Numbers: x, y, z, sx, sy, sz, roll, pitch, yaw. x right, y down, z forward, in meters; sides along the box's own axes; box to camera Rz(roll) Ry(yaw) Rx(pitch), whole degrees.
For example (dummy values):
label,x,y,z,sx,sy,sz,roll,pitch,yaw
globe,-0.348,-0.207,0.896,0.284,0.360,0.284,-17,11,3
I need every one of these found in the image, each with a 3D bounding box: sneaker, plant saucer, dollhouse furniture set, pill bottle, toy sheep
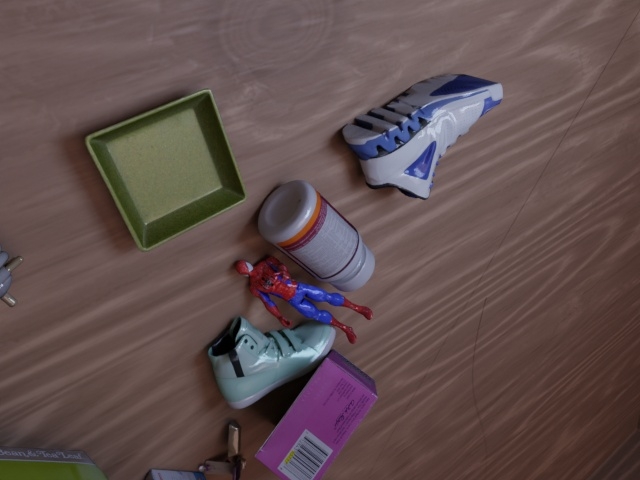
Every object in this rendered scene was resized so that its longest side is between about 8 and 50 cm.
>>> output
label,x,y,z,sx,sy,sz,roll,pitch,yaw
sneaker,0.194,-0.187,0.976,0.315,0.127,0.182,-28,128,-15
plant saucer,-0.222,-0.106,0.749,0.188,0.045,0.189,-30,125,-22
dollhouse furniture set,-0.199,0.421,1.031,0.081,0.091,0.115,2,87,5
sneaker,-0.087,0.190,0.952,0.255,0.094,0.151,-31,123,-23
pill bottle,0.000,0.000,0.909,0.121,0.121,0.221,-53,131,-4
toy sheep,-0.433,0.035,0.635,0.091,0.091,0.132,-44,111,-11

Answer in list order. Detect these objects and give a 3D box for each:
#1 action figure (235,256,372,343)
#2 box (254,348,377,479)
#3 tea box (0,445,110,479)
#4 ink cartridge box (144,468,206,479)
label,x,y,z,sx,sy,sz,roll,pitch,yaw
action figure,-0.025,0.114,0.907,0.280,0.139,0.092,29,98,-20
box,0.002,0.339,0.985,0.214,0.117,0.243,-53,172,-5
tea box,-0.390,0.443,0.632,0.220,0.323,0.329,-55,150,-10
ink cartridge box,-0.269,0.487,0.957,0.122,0.088,0.052,29,95,-40
